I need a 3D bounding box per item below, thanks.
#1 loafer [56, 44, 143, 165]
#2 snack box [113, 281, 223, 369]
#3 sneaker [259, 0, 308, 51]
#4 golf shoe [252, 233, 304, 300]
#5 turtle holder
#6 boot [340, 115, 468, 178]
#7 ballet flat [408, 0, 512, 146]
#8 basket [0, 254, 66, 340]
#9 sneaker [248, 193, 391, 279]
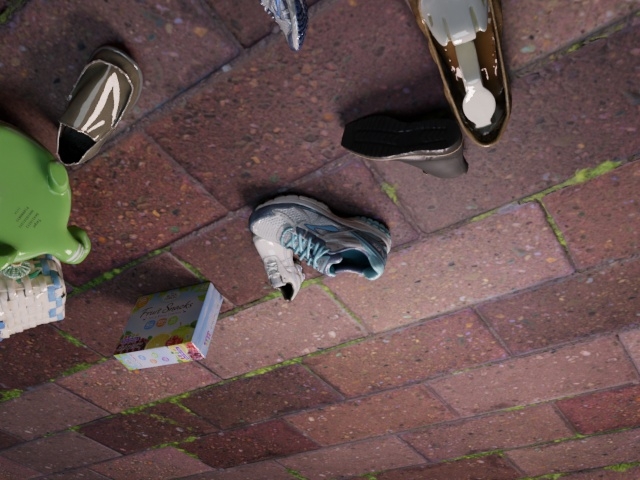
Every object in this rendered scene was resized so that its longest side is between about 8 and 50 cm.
[{"bbox_3d":[-0.368,-0.206,0.919,0.094,0.087,0.251,27,134,-20],"label":"loafer"},{"bbox_3d":[-0.343,0.194,1.279,0.207,0.174,0.070,-11,131,19],"label":"snack box"},{"bbox_3d":[-0.054,-0.332,0.783,0.058,0.052,0.135,3,130,18],"label":"sneaker"},{"bbox_3d":[-0.086,0.054,1.163,0.069,0.086,0.176,-15,131,24],"label":"golf shoe"},{"bbox_3d":[-0.550,-0.084,0.982,0.320,0.227,0.243,9,97,-35],"label":"turtle holder"},{"bbox_3d":[0.145,-0.143,0.943,0.198,0.076,0.137,10,167,26],"label":"boot"},{"bbox_3d":[0.196,-0.263,0.762,0.116,0.124,0.342,-13,133,18],"label":"ballet flat"},{"bbox_3d":[-0.677,0.076,1.124,0.289,0.254,0.201,-13,147,-25],"label":"basket"},{"bbox_3d":[0.000,0.000,1.067,0.283,0.122,0.110,12,136,-6],"label":"sneaker"}]
